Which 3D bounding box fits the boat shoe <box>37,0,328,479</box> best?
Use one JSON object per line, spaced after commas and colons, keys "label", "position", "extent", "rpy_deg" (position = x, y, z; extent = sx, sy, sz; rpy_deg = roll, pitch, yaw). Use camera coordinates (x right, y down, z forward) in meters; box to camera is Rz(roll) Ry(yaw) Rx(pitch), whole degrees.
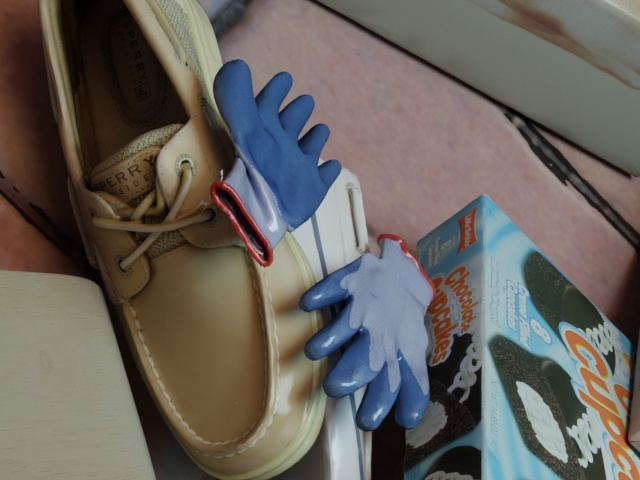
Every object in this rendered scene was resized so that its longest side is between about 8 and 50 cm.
{"label": "boat shoe", "position": [-0.082, -0.019, 0.957], "extent": [0.098, 0.109, 0.302], "rpy_deg": [31, 38, -60]}

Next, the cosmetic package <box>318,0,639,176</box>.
{"label": "cosmetic package", "position": [0.142, -0.186, 1.223], "extent": [0.296, 0.129, 0.153], "rpy_deg": [25, 52, -25]}

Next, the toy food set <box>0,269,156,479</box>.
{"label": "toy food set", "position": [-0.199, 0.127, 0.836], "extent": [0.306, 0.092, 0.220], "rpy_deg": [4, 59, -42]}

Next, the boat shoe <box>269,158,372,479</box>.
{"label": "boat shoe", "position": [0.007, 0.063, 1.008], "extent": [0.084, 0.095, 0.258], "rpy_deg": [8, 63, -29]}

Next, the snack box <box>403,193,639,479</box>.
{"label": "snack box", "position": [0.127, 0.130, 0.997], "extent": [0.187, 0.060, 0.322], "rpy_deg": [44, 26, -21]}

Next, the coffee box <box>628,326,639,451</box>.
{"label": "coffee box", "position": [0.293, 0.069, 1.139], "extent": [0.168, 0.119, 0.297], "rpy_deg": [43, 26, -9]}

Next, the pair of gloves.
{"label": "pair of gloves", "position": [0.000, 0.000, 0.947], "extent": [0.198, 0.023, 0.159], "rpy_deg": [55, 24, -14]}
